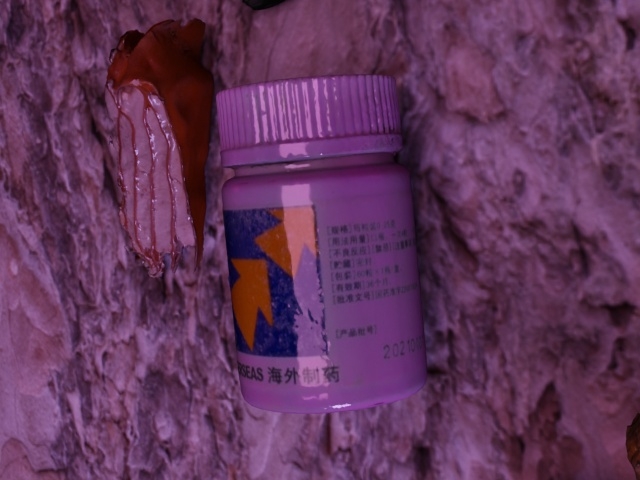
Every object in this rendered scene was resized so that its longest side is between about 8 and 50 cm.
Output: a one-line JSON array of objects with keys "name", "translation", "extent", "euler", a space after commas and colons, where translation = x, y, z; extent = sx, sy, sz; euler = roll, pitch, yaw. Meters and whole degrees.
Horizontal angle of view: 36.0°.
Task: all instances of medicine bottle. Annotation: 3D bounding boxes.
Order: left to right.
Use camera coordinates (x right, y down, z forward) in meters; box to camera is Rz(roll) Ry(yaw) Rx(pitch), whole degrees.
[{"name": "medicine bottle", "translation": [0.000, 0.000, 0.909], "extent": [0.178, 0.178, 0.291], "euler": [-3, 95, 28]}]

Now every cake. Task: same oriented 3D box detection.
[{"name": "cake", "translation": [-0.174, -0.087, 1.036], "extent": [0.098, 0.135, 0.288], "euler": [7, 108, 13]}]

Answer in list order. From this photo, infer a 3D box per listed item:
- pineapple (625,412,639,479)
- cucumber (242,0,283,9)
[{"name": "pineapple", "translation": [0.373, 0.152, 0.765], "extent": [0.251, 0.125, 0.125], "euler": [-24, 84, 31]}, {"name": "cucumber", "translation": [-0.035, -0.264, 0.973], "extent": [0.105, 0.048, 0.048], "euler": [-36, 79, 29]}]
